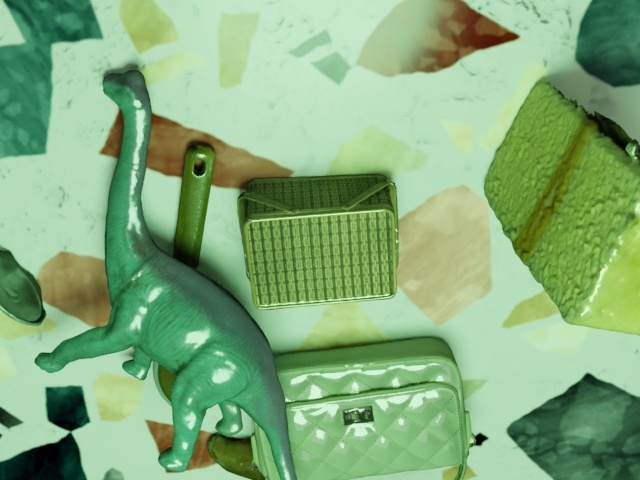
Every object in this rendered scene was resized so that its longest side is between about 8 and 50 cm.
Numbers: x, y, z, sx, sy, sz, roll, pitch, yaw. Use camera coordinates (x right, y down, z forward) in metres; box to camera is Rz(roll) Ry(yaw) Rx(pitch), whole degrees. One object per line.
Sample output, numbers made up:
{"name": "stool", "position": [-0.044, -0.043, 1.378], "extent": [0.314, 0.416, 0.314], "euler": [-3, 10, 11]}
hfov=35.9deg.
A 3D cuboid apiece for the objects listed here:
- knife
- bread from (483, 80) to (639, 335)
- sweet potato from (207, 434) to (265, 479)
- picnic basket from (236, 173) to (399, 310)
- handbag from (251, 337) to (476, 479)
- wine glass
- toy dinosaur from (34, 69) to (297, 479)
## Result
{"name": "knife", "position": [-0.138, 0.055, 1.063], "extent": [0.061, 0.027, 0.343], "euler": [8, 120, -10]}
{"name": "bread", "position": [0.242, -0.020, 0.902], "extent": [0.142, 0.266, 0.178], "euler": [-37, 116, 13]}
{"name": "sweet potato", "position": [-0.035, 0.303, 1.197], "extent": [0.081, 0.062, 0.233], "euler": [-37, 112, 18]}
{"name": "picnic basket", "position": [0.000, 0.000, 1.007], "extent": [0.164, 0.079, 0.115], "euler": [-5, 120, 0]}
{"name": "handbag", "position": [0.047, 0.229, 1.116], "extent": [0.256, 0.079, 0.219], "euler": [-8, 103, 2]}
{"name": "wine glass", "position": [-0.385, 0.095, 1.028], "extent": [0.183, 0.122, 0.122], "euler": [-37, 116, 13]}
{"name": "toy dinosaur", "position": [-0.106, 0.056, 0.984], "extent": [0.383, 0.129, 0.331], "euler": [31, 114, 3]}
